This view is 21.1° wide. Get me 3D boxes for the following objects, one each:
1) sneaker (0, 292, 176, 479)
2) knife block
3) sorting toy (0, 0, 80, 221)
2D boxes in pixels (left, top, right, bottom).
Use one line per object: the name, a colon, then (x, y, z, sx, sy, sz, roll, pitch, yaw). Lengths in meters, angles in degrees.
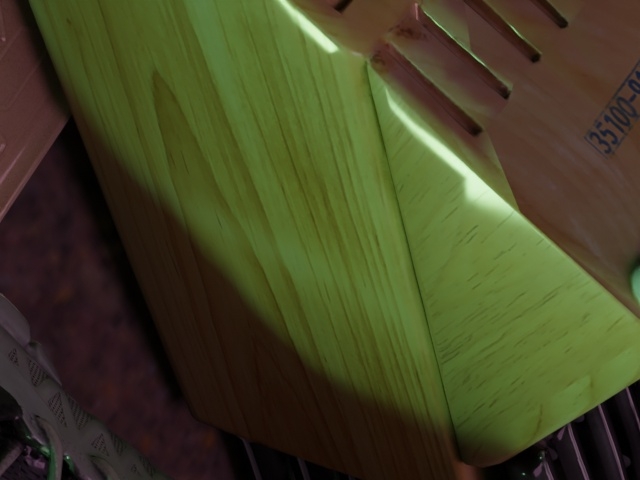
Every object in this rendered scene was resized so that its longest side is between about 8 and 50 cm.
sneaker: (-0.050, 0.065, 0.382, 0.228, 0.132, 0.086, 45, 67, -48)
knife block: (0.000, 0.000, 0.470, 0.276, 0.242, 0.088, 42, 55, -4)
sorting toy: (-0.078, -0.049, 0.407, 0.083, 0.012, 0.062, -60, 141, -18)
